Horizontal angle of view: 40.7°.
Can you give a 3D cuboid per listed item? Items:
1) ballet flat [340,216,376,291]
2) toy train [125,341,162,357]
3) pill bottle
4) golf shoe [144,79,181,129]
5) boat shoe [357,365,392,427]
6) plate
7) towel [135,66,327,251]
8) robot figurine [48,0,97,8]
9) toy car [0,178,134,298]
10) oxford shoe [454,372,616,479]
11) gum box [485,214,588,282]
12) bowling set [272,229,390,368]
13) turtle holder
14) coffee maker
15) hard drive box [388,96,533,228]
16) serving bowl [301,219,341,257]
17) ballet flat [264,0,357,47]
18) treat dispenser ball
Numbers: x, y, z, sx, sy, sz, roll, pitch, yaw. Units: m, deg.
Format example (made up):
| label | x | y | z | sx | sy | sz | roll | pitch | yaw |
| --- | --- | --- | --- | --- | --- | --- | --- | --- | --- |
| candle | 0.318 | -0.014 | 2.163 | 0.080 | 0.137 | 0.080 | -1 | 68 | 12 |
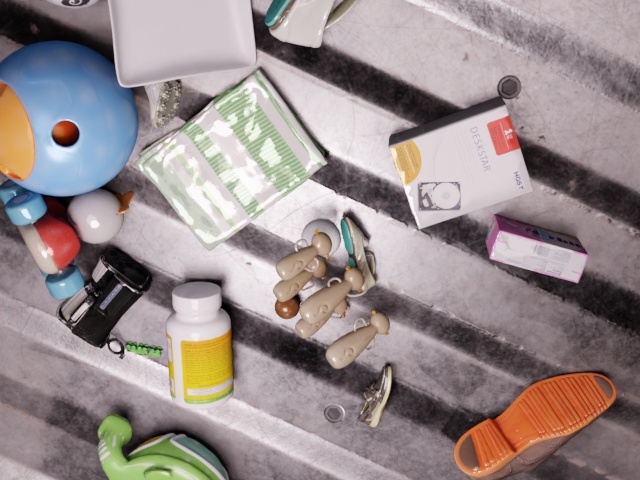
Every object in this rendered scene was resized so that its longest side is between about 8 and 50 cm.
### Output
| label | x | y | z | sx | sy | sz | roll | pitch | yaw |
| --- | --- | --- | --- | --- | --- | --- | --- | --- | --- |
| ballet flat | 0.080 | 0.023 | 1.771 | 0.052 | 0.057 | 0.168 | -18 | 112 | -17 |
| toy train | -0.390 | 0.242 | 1.905 | 0.083 | 0.017 | 0.023 | 9 | 120 | 3 |
| pill bottle | -0.254 | 0.218 | 1.819 | 0.136 | 0.136 | 0.245 | 2 | 109 | 5 |
| golf shoe | -0.320 | -0.310 | 1.696 | 0.086 | 0.069 | 0.176 | 19 | 108 | 21 |
| boat shoe | 0.118 | 0.336 | 1.863 | 0.049 | 0.056 | 0.152 | 13 | 110 | -4 |
| plate | -0.261 | -0.439 | 1.585 | 0.278 | 0.045 | 0.277 | -15 | 113 | -25 |
| towel | -0.178 | -0.159 | 1.736 | 0.325 | 0.038 | 0.248 | -35 | 103 | 15 |
| robot figurine | -0.430 | -0.556 | 1.553 | 0.209 | 0.173 | 0.278 | 39 | 109 | 15 |
| toy car | -0.490 | -0.045 | 1.758 | 0.238 | 0.210 | 0.219 | -27 | 120 | -15 |
| oxford shoe | 0.462 | 0.401 | 1.836 | 0.364 | 0.130 | 0.132 | -29 | 136 | 8 |
| gum box | 0.427 | 0.016 | 1.694 | 0.188 | 0.107 | 0.062 | 16 | 110 | 1 |
| bowling set | -0.006 | 0.102 | 1.762 | 0.154 | 0.200 | 0.287 | -36 | 114 | -21 |
| turtle holder | -0.351 | 0.535 | 1.890 | 0.320 | 0.227 | 0.243 | 14 | 111 | 2 |
| coffee maker | -0.439 | 0.130 | 1.833 | 0.171 | 0.120 | 0.178 | 33 | 112 | -30 |
| hard drive box | 0.268 | -0.149 | 1.665 | 0.232 | 0.089 | 0.181 | -20 | 106 | 12 |
| serving bowl | 0.000 | 0.000 | 1.776 | 0.083 | 0.027 | 0.083 | 2 | 108 | 5 |
| ballet flat | 0.049 | -0.521 | 1.555 | 0.139 | 0.139 | 0.400 | 33 | 113 | -6 |
| treat dispenser ball | -0.486 | -0.226 | 1.613 | 0.288 | 0.288 | 0.288 | 2 | 109 | 5 |
